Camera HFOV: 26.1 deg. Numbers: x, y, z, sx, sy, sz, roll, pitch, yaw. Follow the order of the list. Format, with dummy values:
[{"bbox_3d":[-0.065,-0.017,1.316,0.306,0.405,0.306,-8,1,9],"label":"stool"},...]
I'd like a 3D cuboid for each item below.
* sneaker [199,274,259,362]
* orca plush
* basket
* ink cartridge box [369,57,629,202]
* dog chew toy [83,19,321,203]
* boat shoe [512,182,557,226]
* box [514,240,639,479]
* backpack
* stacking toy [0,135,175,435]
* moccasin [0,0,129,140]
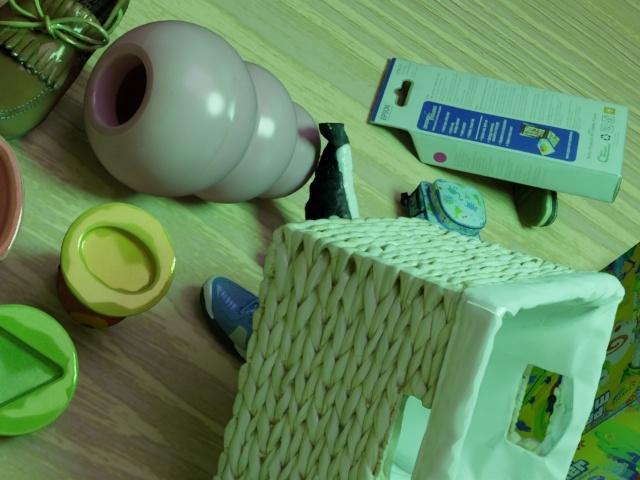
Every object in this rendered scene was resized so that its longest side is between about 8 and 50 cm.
[{"bbox_3d":[-0.050,0.112,1.603,0.211,0.081,0.080,43,42,0],"label":"sneaker"},{"bbox_3d":[0.000,0.000,1.688,0.102,0.151,0.287,-5,100,-15],"label":"orca plush"},{"bbox_3d":[0.099,0.160,1.411,0.266,0.328,0.331,21,13,28],"label":"basket"},{"bbox_3d":[0.267,-0.168,2.054,0.371,0.069,0.176,14,43,5],"label":"ink cartridge box"},{"bbox_3d":[-0.124,-0.137,1.667,0.332,0.206,0.206,17,45,-51],"label":"dog chew toy"},{"bbox_3d":[0.336,-0.110,2.119,0.073,0.080,0.223,14,44,-25],"label":"boat shoe"},{"bbox_3d":[0.373,0.199,1.726,0.177,0.290,0.279,34,42,-15],"label":"box"},{"bbox_3d":[0.176,-0.024,1.907,0.105,0.084,0.114,15,51,-28],"label":"backpack"},{"bbox_3d":[-0.341,0.048,1.431,0.309,0.130,0.279,33,68,-11],"label":"stacking toy"},{"bbox_3d":[-0.316,-0.246,1.622,0.139,0.147,0.380,39,40,-1],"label":"moccasin"}]
